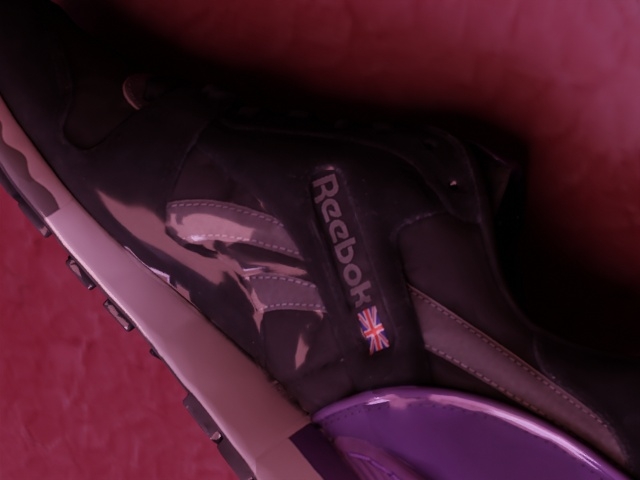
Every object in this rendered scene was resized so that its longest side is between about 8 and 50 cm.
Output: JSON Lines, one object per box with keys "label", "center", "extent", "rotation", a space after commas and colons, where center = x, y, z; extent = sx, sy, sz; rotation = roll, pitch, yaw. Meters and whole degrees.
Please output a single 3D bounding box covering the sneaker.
{"label": "sneaker", "center": [0.000, 0.000, 0.450], "extent": [0.124, 0.107, 0.283], "rotation": [-43, 70, 3]}
